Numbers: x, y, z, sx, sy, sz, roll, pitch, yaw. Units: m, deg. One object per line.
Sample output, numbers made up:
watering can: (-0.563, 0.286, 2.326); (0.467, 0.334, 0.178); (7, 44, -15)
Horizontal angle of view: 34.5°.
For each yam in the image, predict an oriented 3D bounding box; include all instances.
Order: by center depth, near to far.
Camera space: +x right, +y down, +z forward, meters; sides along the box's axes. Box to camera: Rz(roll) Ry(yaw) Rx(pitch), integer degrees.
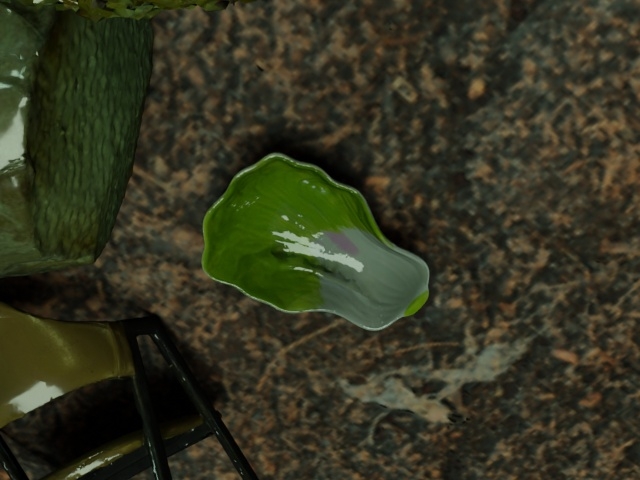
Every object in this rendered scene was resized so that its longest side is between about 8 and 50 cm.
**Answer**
yam: (-0.220, -0.053, 0.490); (0.268, 0.161, 0.161); (-3, 124, 3)

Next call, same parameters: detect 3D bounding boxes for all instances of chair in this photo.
chair: (-0.144, 0.151, 0.635); (0.159, 0.172, 0.246); (-32, 74, 20)

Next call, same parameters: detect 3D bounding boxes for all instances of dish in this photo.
dish: (0.000, 0.000, 0.595); (0.137, 0.039, 0.091); (28, 115, -18)

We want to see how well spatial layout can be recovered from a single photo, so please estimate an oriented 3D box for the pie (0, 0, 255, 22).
pie: (-0.010, -0.260, 0.296); (0.418, 0.180, 0.395); (-17, 86, 11)
